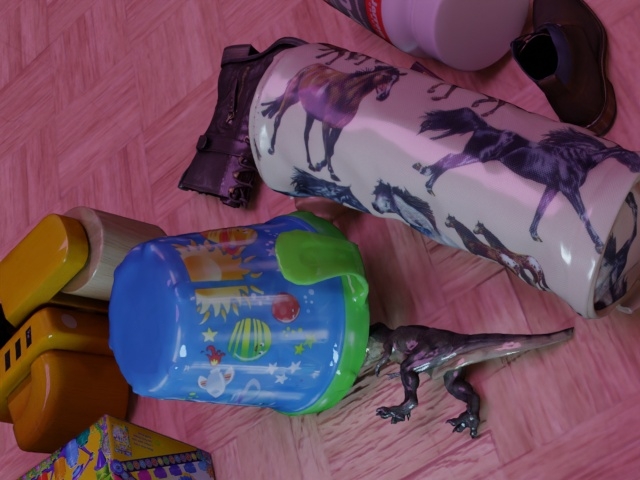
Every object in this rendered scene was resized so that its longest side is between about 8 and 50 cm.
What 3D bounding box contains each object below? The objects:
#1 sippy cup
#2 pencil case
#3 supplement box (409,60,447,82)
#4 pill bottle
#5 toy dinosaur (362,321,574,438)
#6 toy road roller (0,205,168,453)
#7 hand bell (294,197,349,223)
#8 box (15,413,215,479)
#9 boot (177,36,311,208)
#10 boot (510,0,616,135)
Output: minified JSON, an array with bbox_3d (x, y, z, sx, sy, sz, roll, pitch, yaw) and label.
[{"bbox_3d":[-0.102,0.083,1.178,0.240,0.224,0.305,44,122,43],"label":"sippy cup"},{"bbox_3d":[0.133,-0.061,1.048,0.410,0.183,0.160,23,63,26],"label":"pencil case"},{"bbox_3d":[0.148,-0.111,1.214,0.104,0.081,0.188,-52,43,8],"label":"supplement box"},{"bbox_3d":[0.112,-0.319,1.307,0.161,0.161,0.283,-52,43,6],"label":"pill bottle"},{"bbox_3d":[0.124,0.138,1.113,0.268,0.064,0.118,-3,58,38],"label":"toy dinosaur"},{"bbox_3d":[-0.326,0.138,1.434,0.329,0.202,0.240,-43,57,23],"label":"toy road roller"},{"bbox_3d":[0.000,0.000,1.290,0.126,0.126,0.242,-10,72,39],"label":"hand bell"},{"bbox_3d":[-0.264,0.408,1.229,0.290,0.177,0.279,-36,47,22],"label":"box"},{"bbox_3d":[-0.080,-0.152,1.460,0.263,0.091,0.229,5,76,48],"label":"boot"},{"bbox_3d":[0.256,-0.220,1.158,0.082,0.106,0.219,-30,50,27],"label":"boot"}]
